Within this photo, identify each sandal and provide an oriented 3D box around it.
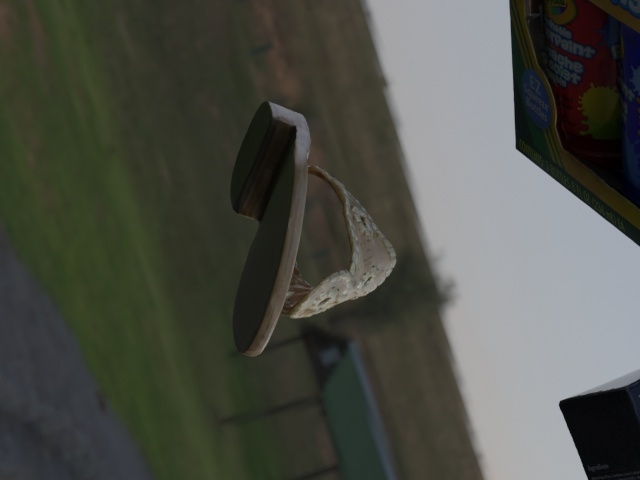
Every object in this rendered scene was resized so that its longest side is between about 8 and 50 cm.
[{"bbox_3d":[0.003,-0.006,1.046,0.240,0.079,0.088,-99,-149,-65],"label":"sandal"}]

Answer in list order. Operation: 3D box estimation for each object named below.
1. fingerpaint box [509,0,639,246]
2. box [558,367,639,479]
[{"bbox_3d":[0.352,-0.173,1.872,0.445,0.163,0.371,45,-31,50],"label":"fingerpaint box"},{"bbox_3d":[0.287,0.163,1.484,0.093,0.156,0.158,-24,-93,61],"label":"box"}]
